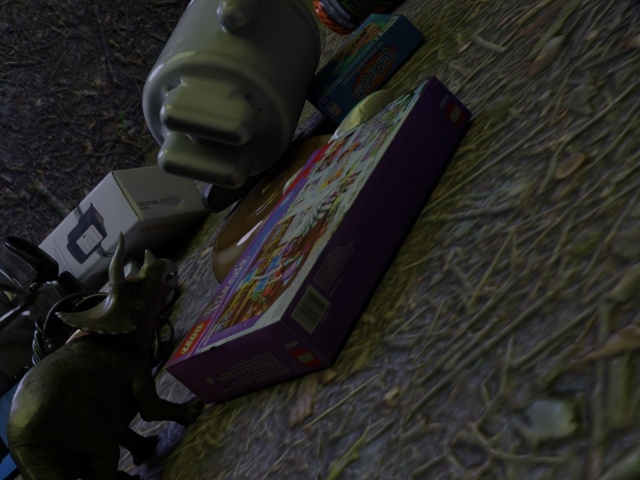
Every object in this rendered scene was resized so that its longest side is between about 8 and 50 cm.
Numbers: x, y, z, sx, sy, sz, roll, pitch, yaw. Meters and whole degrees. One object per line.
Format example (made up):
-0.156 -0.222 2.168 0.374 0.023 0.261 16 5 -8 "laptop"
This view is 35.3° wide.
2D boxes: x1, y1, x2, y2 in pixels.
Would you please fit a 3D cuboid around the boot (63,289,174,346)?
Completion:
-0.272 0.114 1.368 0.190 0.069 0.086 -40 7 -3 "boot"

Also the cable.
-0.265 0.128 1.176 0.184 0.047 0.150 18 68 30 "cable"

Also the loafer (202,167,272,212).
-0.107 -0.107 1.468 0.170 0.062 0.061 -50 19 -3 "loafer"

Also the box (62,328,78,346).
-0.490 0.148 1.749 0.257 0.128 0.122 -31 22 47 "box"

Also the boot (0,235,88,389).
-0.518 0.082 1.570 0.223 0.338 0.118 -63 -9 16 "boot"

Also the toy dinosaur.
-0.205 0.152 0.867 0.121 0.160 0.313 -34 18 42 "toy dinosaur"

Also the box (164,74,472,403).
0.000 0.000 0.885 0.201 0.057 0.293 -26 26 53 "box"

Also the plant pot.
-0.055 -0.047 1.218 0.236 0.032 0.236 -44 15 15 "plant pot"

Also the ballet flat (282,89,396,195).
0.029 -0.085 1.069 0.168 0.057 0.052 -46 42 18 "ballet flat"

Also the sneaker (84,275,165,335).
-0.290 0.144 1.280 0.128 0.087 0.221 -29 22 48 "sneaker"

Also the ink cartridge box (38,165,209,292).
-0.320 -0.015 1.624 0.237 0.100 0.172 -39 -13 31 "ink cartridge box"

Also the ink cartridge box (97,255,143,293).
-0.301 0.082 1.537 0.088 0.052 0.122 -47 13 0 "ink cartridge box"

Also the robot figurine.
-0.112 -0.224 1.347 0.353 0.200 0.300 -74 0 -47 "robot figurine"

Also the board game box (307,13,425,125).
0.051 -0.238 1.379 0.160 0.047 0.210 -47 15 5 "board game box"

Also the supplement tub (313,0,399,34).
0.080 -0.428 1.656 0.190 0.117 0.117 -34 20 41 "supplement tub"

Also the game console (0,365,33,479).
-0.430 0.264 1.376 0.144 0.124 0.085 -40 -10 24 "game console"
